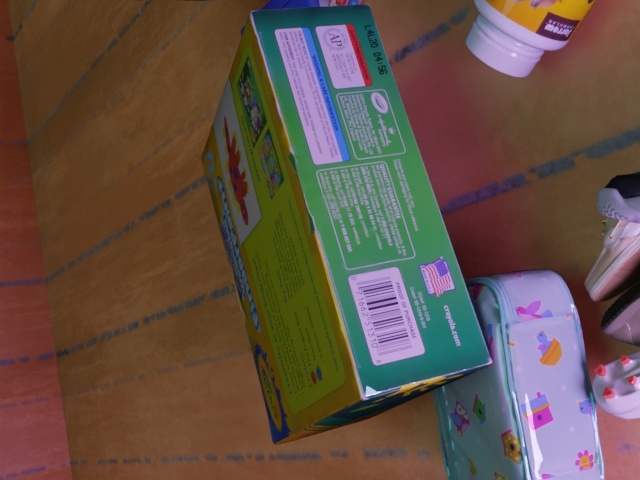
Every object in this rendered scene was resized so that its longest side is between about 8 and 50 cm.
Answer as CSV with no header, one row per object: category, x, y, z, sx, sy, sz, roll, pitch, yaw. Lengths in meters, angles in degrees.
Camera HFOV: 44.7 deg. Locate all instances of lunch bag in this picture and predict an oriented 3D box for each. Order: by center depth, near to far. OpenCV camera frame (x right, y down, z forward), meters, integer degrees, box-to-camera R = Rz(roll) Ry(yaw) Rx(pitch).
lunch bag,0.204,0.180,0.889,0.224,0.107,0.280,155,109,-69

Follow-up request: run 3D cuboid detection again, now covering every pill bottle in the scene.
pill bottle,0.241,-0.285,0.819,0.117,0.117,0.215,56,134,33

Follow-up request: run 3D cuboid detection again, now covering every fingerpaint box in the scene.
fingerpaint box,0.000,0.000,0.987,0.371,0.163,0.445,128,129,-62

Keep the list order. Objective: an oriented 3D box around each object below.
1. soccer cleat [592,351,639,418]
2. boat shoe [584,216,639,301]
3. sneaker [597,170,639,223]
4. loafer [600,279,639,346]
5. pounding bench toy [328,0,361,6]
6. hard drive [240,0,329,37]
soccer cleat,0.361,0.122,0.753,0.196,0.076,0.068,-30,41,31
boat shoe,0.320,-0.014,0.792,0.059,0.063,0.170,53,122,39
sneaker,0.372,-0.092,0.663,0.268,0.101,0.153,-6,83,35
loafer,0.345,0.051,0.773,0.050,0.056,0.148,38,123,-1
pounding bench toy,0.039,-0.383,1.128,0.065,0.052,0.083,60,136,30
hard drive,-0.035,-0.239,1.249,0.210,0.040,0.319,-26,73,51
